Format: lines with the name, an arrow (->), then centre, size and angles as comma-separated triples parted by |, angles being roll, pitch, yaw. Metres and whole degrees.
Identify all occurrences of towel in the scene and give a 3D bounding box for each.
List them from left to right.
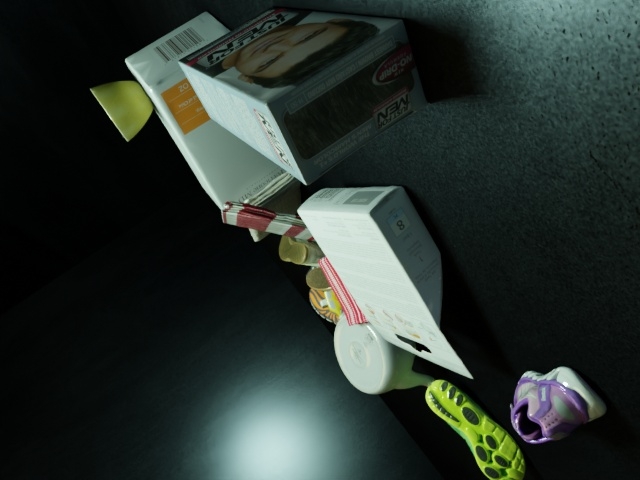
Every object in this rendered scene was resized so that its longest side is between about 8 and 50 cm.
towel -> -0.141, -0.099, 1.516 | 0.049, 0.187, 0.282 | 50, 167, 13
towel -> -0.086, -0.039, 1.316 | 0.328, 0.037, 0.237 | 11, 173, -9
towel -> 0.103, 0.107, 1.222 | 0.274, 0.031, 0.199 | -25, 92, 58

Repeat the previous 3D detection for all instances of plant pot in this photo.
plant pot -> -0.439, -0.308, 1.170 | 0.134, 0.095, 0.134 | 53, 170, 14

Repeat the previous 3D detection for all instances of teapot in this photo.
teapot -> 0.169, 0.283, 1.419 | 0.252, 0.186, 0.256 | 2, 102, 54

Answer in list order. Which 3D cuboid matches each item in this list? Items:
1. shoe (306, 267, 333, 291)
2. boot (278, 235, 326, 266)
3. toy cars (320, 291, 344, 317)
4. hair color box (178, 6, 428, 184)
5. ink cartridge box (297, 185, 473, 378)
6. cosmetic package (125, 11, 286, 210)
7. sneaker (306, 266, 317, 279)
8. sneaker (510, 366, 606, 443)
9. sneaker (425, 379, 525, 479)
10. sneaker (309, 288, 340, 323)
shoe -> 0.050, 0.121, 1.527 | 0.218, 0.077, 0.058 | -2, 157, 41
boot -> -0.019, 0.036, 1.489 | 0.164, 0.077, 0.213 | 10, -175, -26
toy cars -> 0.072, 0.274, 1.659 | 0.176, 0.087, 0.394 | -113, 4, -63
hair color box -> -0.048, -0.223, 0.715 | 0.374, 0.185, 0.114 | 41, 162, 52
ink cartridge box -> 0.140, 0.070, 1.019 | 0.385, 0.091, 0.308 | 55, 162, -18
cosmetic package -> -0.261, -0.298, 1.305 | 0.161, 0.230, 0.453 | 47, 168, 33
sneaker -> 0.019, 0.116, 1.827 | 0.109, 0.107, 0.275 | 34, 172, 5
sneaker -> 0.336, 0.265, 0.797 | 0.095, 0.104, 0.236 | 49, 170, 19
sneaker -> 0.387, 0.460, 1.266 | 0.296, 0.109, 0.123 | 50, -170, 19
sneaker -> 0.083, 0.247, 1.884 | 0.321, 0.124, 0.180 | 38, 160, 22
